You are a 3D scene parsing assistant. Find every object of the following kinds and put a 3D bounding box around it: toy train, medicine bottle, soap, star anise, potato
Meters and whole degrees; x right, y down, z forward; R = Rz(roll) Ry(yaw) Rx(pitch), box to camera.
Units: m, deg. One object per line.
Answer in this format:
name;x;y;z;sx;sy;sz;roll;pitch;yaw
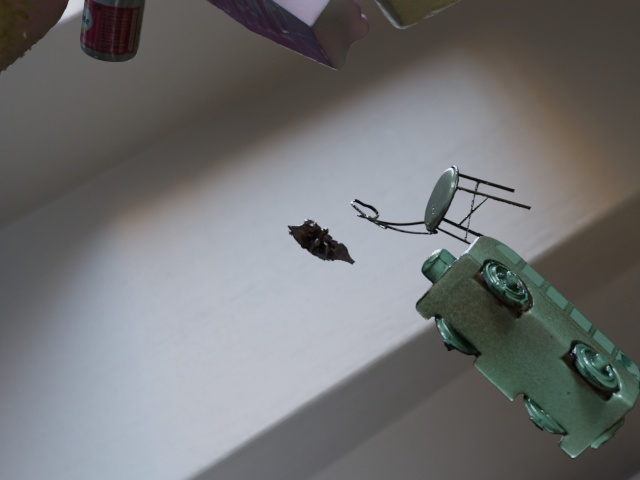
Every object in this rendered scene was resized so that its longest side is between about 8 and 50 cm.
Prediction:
toy train;0.268;0.125;1.539;0.326;0.129;0.159;43;25;6
medicine bottle;-0.302;-0.379;1.763;0.090;0.090;0.216;46;-48;45
soap;-0.091;-0.417;1.939;0.324;0.109;0.193;31;-13;32
star anise;0.008;0.007;2.155;0.129;0.056;0.124;36;16;10
potato;-0.520;-0.359;1.649;0.266;0.229;0.229;26;-29;27

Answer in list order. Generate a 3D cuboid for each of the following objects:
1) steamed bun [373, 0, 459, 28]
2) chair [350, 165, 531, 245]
steamed bun;0.183;-0.600;2.363;0.273;0.291;0.272;73;-5;-46
chair;0.245;-0.074;2.439;0.326;0.170;0.160;20;17;-11
